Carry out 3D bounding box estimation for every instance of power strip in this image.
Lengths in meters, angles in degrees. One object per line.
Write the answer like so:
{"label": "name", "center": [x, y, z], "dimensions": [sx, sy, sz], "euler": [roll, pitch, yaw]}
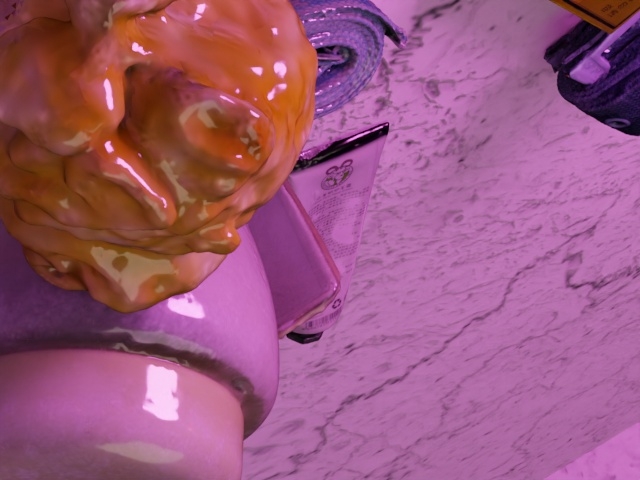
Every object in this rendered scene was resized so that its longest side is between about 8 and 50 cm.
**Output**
{"label": "power strip", "center": [-0.083, 0.040, 1.682], "dimensions": [0.198, 0.213, 0.064], "euler": [-31, 141, 6]}

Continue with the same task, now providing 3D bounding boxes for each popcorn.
{"label": "popcorn", "center": [-0.145, -0.117, 1.236], "dimensions": [0.312, 0.312, 0.312], "euler": [-24, 156, -11]}

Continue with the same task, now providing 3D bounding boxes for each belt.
{"label": "belt", "center": [-0.025, -0.166, 1.499], "dimensions": [0.147, 0.082, 0.163], "euler": [-46, 149, 13]}
{"label": "belt", "center": [0.338, -0.206, 1.770], "dimensions": [0.218, 0.122, 0.128], "euler": [-42, 140, 23]}

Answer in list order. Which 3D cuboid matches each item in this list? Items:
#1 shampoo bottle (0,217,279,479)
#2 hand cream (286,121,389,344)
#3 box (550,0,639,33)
{"label": "shampoo bottle", "center": [-0.195, 0.083, 1.470], "dimensions": [0.323, 0.317, 0.322], "euler": [-1, 148, 0]}
{"label": "hand cream", "center": [0.000, 0.000, 1.897], "dimensions": [0.121, 0.076, 0.336], "euler": [-24, 150, -24]}
{"label": "box", "center": [0.265, -0.279, 1.618], "dimensions": [0.141, 0.064, 0.220], "euler": [-39, 156, 22]}
